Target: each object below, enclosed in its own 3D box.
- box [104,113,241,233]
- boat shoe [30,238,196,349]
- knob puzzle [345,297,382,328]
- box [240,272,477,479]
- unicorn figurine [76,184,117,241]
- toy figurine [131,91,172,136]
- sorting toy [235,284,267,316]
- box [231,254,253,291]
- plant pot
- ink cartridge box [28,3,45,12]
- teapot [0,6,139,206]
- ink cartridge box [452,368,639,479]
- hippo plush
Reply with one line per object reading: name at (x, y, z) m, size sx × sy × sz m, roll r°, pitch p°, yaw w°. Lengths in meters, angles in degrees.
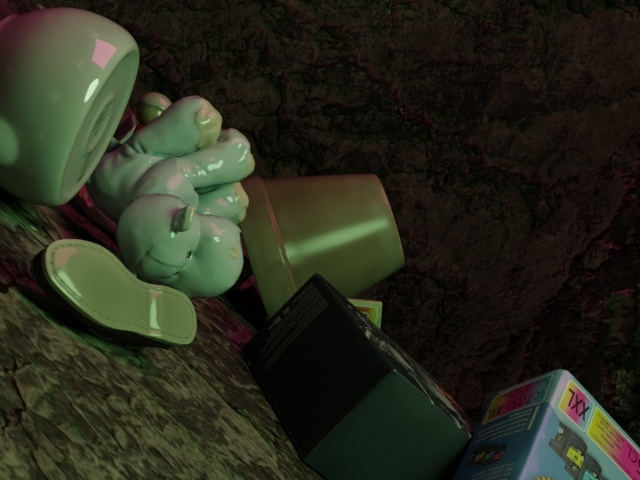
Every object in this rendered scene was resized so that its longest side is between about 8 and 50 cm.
box at (-0.286, -0.083, 1.883) m, size 0.262 × 0.127 × 0.231 m, roll 45°, pitch 0°, yaw -15°
boat shoe at (-0.223, 0.065, 1.099) m, size 0.227 × 0.068 × 0.081 m, roll 35°, pitch 48°, yaw -50°
knob puzzle at (-0.001, 0.176, 1.726) m, size 0.213 × 0.213 × 0.030 m, roll 44°, pitch 15°, yaw -16°
box at (0.091, 0.266, 1.584) m, size 0.343 × 0.179 × 0.312 m, roll 43°, pitch 4°, yaw -31°
unicorn figurine at (-0.305, -0.031, 1.574) m, size 0.162 × 0.060 × 0.111 m, roll 27°, pitch 20°, yaw -28°
toy figurine at (-0.347, -0.190, 1.551) m, size 0.209 × 0.148 × 0.213 m, roll 9°, pitch -16°, yaw 32°
sorting toy at (-0.135, 0.121, 2.033) m, size 0.061 × 0.042 × 0.102 m, roll 62°, pitch -3°, yaw 21°
box at (-0.265, -0.034, 2.091) m, size 0.324 × 0.063 × 0.067 m, roll 44°, pitch 4°, yaw -7°
plant pot at (0.000, 0.000, 2.026) m, size 0.323 × 0.280 × 0.323 m, roll 162°, pitch -90°, yaw -87°
ink cartridge box at (-0.416, -0.227, 1.446) m, size 0.045 × 0.179 × 0.145 m, roll 45°, pitch 2°, yaw -46°
teapot at (-0.340, -0.177, 1.239) m, size 0.187 × 0.253 × 0.256 m, roll 26°, pitch -8°, yaw -1°
ink cartridge box at (0.291, 0.402, 1.349) m, size 0.270 × 0.151 × 0.395 m, roll 45°, pitch 47°, yaw -9°
hippo plush at (-0.191, -0.055, 1.386) m, size 0.294 × 0.234 × 0.236 m, roll 33°, pitch 13°, yaw -34°
